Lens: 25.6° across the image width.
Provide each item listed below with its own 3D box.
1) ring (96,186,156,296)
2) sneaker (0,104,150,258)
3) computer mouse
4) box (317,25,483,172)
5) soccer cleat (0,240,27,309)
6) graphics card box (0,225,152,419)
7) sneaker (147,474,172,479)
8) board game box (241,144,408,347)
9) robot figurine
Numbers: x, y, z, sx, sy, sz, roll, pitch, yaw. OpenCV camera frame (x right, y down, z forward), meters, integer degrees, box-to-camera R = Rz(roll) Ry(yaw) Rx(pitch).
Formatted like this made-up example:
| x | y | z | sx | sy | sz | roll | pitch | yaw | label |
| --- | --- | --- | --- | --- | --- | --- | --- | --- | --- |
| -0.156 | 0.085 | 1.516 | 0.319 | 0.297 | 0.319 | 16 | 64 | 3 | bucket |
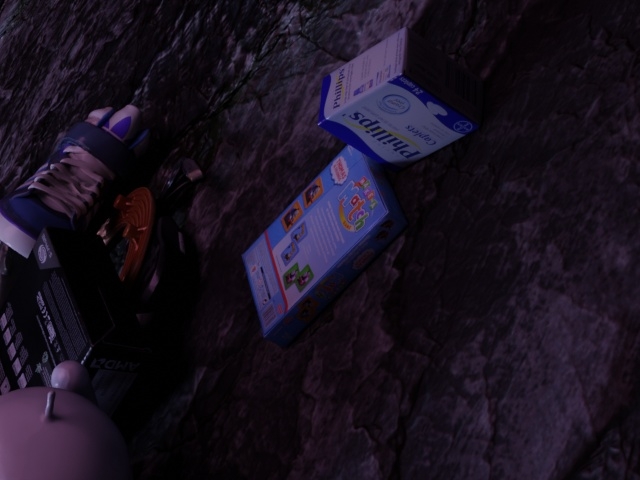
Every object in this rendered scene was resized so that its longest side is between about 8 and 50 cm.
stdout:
| x | y | z | sx | sy | sz | roll | pitch | yaw | label |
| --- | --- | --- | --- | --- | --- | --- | --- | --- | --- |
| -0.329 | 0.071 | 1.985 | 0.336 | 0.032 | 0.336 | -50 | 23 | 30 | ring |
| -0.353 | -0.103 | 2.054 | 0.236 | 0.130 | 0.323 | -55 | 3 | 11 | sneaker |
| -0.195 | -0.007 | 1.898 | 0.184 | 0.060 | 0.262 | -57 | 20 | 14 | computer mouse |
| 0.089 | -0.153 | 1.558 | 0.137 | 0.126 | 0.072 | -27 | 44 | 41 | box |
| -0.491 | 0.136 | 2.163 | 0.143 | 0.116 | 0.331 | -41 | 30 | 61 | soccer cleat |
| -0.365 | 0.193 | 1.820 | 0.371 | 0.094 | 0.232 | -58 | 41 | 27 | graphics card box |
| -0.183 | 0.355 | 1.549 | 0.087 | 0.083 | 0.221 | -47 | 28 | 34 | sneaker |
| 0.000 | 0.000 | 1.634 | 0.211 | 0.039 | 0.160 | -46 | 33 | 20 | board game box |
| -0.307 | 0.289 | 1.569 | 0.353 | 0.200 | 0.299 | 98 | -179 | -61 | robot figurine |
